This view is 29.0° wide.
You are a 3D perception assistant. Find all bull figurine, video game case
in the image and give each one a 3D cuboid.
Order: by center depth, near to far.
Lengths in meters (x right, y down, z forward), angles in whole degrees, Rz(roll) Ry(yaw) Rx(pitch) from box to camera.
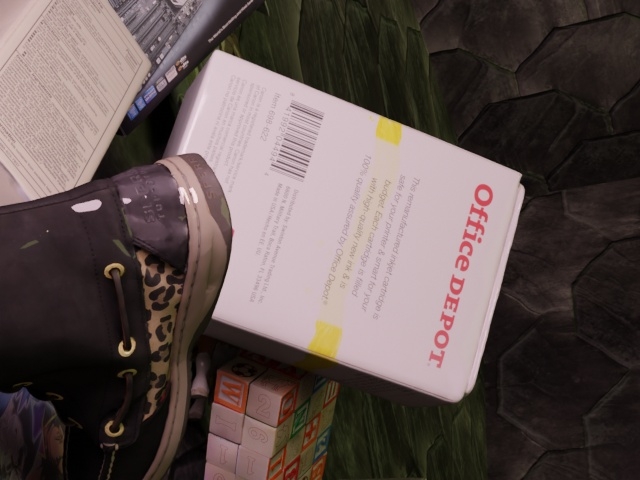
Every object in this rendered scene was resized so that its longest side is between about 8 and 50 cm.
[{"bbox_3d":[-0.267,0.132,1.213,0.275,0.035,0.248,15,66,-73],"label":"video game case"},{"bbox_3d":[-0.151,0.115,1.518,0.310,0.101,0.189,42,45,-62],"label":"bull figurine"}]

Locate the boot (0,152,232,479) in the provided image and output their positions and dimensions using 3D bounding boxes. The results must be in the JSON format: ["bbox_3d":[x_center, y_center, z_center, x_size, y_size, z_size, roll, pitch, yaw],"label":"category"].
[{"bbox_3d":[-0.243,0.099,0.992,0.138,0.284,0.377,55,-42,35],"label":"boot"}]

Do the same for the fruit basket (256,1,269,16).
[{"bbox_3d":[-0.150,-0.488,1.701,0.353,0.165,0.327,-114,-176,-68],"label":"fruit basket"}]

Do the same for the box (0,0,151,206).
[{"bbox_3d":[-0.274,-0.121,1.124,0.148,0.121,0.311,55,26,-25],"label":"box"}]

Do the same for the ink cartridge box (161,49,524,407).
[{"bbox_3d":[0.000,0.000,1.384,0.160,0.384,0.279,151,-41,-70],"label":"ink cartridge box"}]

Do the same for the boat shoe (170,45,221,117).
[{"bbox_3d":[-0.174,-0.164,1.630,0.118,0.103,0.321,-135,-141,-84],"label":"boat shoe"}]

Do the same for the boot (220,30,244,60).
[{"bbox_3d":[-0.138,-0.299,1.903,0.118,0.042,0.087,36,45,-69],"label":"boot"}]

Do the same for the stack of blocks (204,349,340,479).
[{"bbox_3d":[-0.063,0.266,1.527,0.171,0.087,0.297,-35,140,-55],"label":"stack of blocks"}]

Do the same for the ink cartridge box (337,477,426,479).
[{"bbox_3d":[0.094,0.509,1.920,0.168,0.171,0.233,-42,118,-55],"label":"ink cartridge box"}]

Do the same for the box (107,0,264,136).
[{"bbox_3d":[-0.189,-0.309,1.382,0.307,0.076,0.242,-48,138,-24],"label":"box"}]
